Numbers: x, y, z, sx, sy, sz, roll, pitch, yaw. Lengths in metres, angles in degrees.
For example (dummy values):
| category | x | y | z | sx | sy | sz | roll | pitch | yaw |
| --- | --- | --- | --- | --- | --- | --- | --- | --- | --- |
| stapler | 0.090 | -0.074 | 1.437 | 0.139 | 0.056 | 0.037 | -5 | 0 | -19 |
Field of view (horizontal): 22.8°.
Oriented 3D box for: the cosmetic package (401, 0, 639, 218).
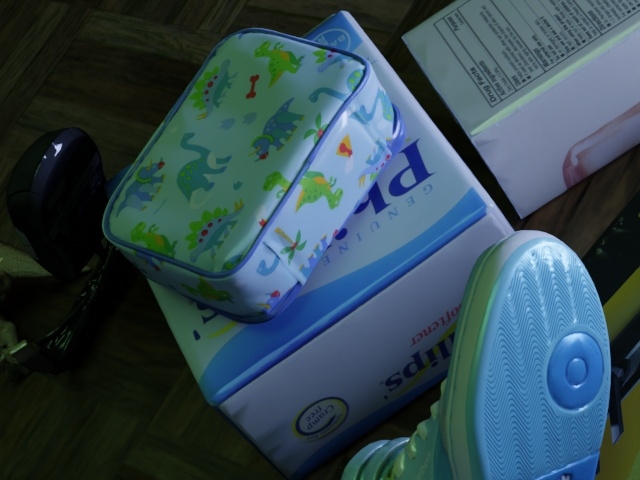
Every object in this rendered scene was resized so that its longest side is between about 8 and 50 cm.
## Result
| category | x | y | z | sx | sy | sz | roll | pitch | yaw |
| --- | --- | --- | --- | --- | --- | --- | --- | --- | --- |
| cosmetic package | 0.239 | -0.172 | 1.306 | 0.296 | 0.129 | 0.153 | -32 | 48 | 6 |

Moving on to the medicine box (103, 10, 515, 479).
| category | x | y | z | sx | sy | sz | roll | pitch | yaw |
| --- | --- | --- | --- | --- | --- | --- | --- | --- | --- |
| medicine box | 0.000 | 0.000 | 1.310 | 0.263 | 0.149 | 0.289 | -36 | 45 | 4 |

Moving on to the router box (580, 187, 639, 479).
| category | x | y | z | sx | sy | sz | roll | pitch | yaw |
| --- | --- | --- | --- | --- | --- | --- | --- | --- | --- |
| router box | 0.281 | 0.074 | 1.083 | 0.309 | 0.081 | 0.243 | -52 | 46 | 7 |

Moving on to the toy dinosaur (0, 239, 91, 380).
| category | x | y | z | sx | sy | sz | roll | pitch | yaw |
| --- | --- | --- | --- | --- | --- | --- | --- | --- | --- |
| toy dinosaur | -0.377 | 0.066 | 1.516 | 0.296 | 0.127 | 0.200 | -38 | 39 | -6 |

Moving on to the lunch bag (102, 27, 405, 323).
| category | x | y | z | sx | sy | sz | roll | pitch | yaw |
| --- | --- | --- | --- | --- | --- | --- | --- | --- | --- |
| lunch bag | -0.054 | -0.055 | 1.216 | 0.176 | 0.090 | 0.219 | 18 | 68 | 38 |

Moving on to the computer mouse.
| category | x | y | z | sx | sy | sz | roll | pitch | yaw |
| --- | --- | --- | --- | --- | --- | --- | --- | --- | --- |
| computer mouse | -0.240 | 0.011 | 1.379 | 0.060 | 0.262 | 0.184 | 22 | 75 | 15 |

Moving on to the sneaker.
| category | x | y | z | sx | sy | sz | roll | pitch | yaw |
| --- | --- | --- | --- | --- | --- | --- | --- | --- | --- |
| sneaker | 0.084 | 0.139 | 1.079 | 0.208 | 0.127 | 0.319 | 17 | 109 | 54 |
